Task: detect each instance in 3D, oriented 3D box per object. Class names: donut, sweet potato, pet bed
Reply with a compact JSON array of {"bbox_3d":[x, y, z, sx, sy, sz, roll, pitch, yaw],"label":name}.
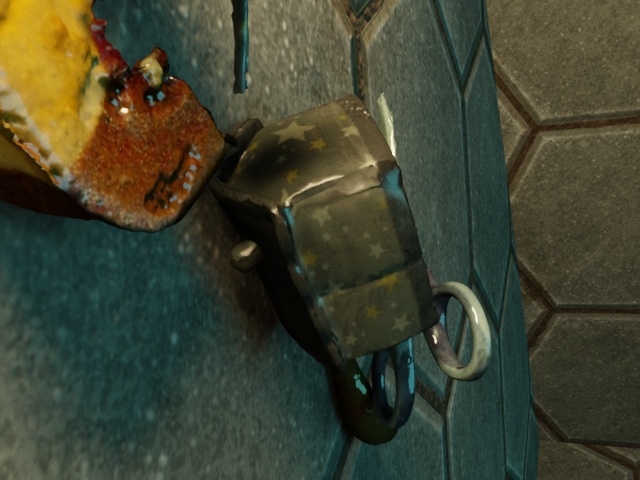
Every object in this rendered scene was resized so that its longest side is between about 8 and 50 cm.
[{"bbox_3d":[-0.143,-0.085,0.357,0.217,0.085,0.141,65,32,-42],"label":"donut"},{"bbox_3d":[0.053,0.205,0.844,0.069,0.059,0.249,-97,164,-46],"label":"sweet potato"},{"bbox_3d":[0.000,0.000,0.625,0.183,0.159,0.210,-110,180,-52],"label":"pet bed"}]

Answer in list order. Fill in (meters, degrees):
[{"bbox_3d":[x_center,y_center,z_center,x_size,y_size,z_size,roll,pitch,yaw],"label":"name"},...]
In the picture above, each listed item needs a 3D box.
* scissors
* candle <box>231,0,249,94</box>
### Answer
[{"bbox_3d":[0.084,0.006,0.781,0.256,0.029,0.383,120,-35,-55],"label":"scissors"},{"bbox_3d":[-0.083,-0.245,0.395,0.330,0.188,0.187,63,33,-48],"label":"candle"}]
